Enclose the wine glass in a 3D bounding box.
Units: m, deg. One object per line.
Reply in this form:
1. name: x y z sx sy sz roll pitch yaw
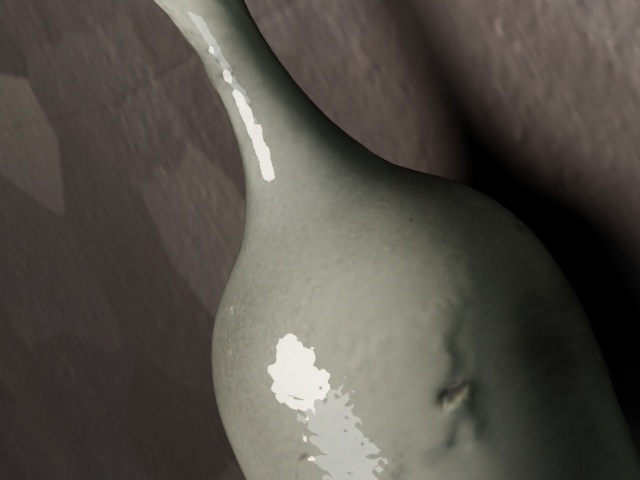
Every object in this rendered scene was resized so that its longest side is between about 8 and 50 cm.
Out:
1. wine glass: 0.000 0.000 0.646 0.143 0.143 0.321 -17 104 55
